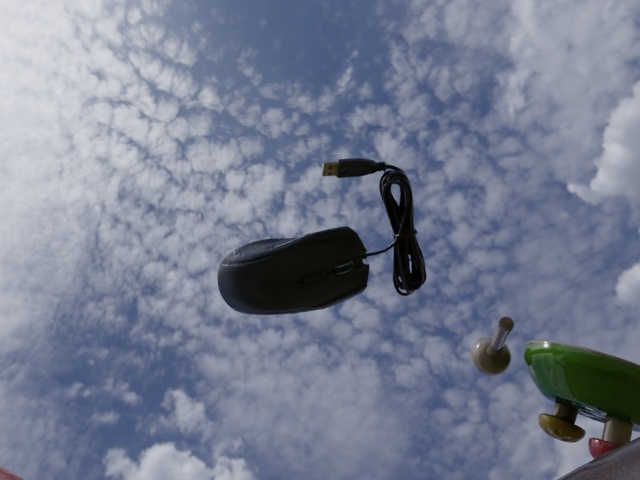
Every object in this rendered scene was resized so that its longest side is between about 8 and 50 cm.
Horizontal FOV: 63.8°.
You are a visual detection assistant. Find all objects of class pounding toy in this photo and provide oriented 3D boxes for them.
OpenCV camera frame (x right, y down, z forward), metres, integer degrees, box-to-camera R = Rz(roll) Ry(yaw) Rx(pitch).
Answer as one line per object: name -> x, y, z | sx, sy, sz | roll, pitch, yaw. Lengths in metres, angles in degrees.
pounding toy -> 0.299, 0.195, 0.619 | 0.236, 0.183, 0.110 | 20, -105, 13

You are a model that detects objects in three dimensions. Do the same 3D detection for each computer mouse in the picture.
computer mouse -> 0.000, 0.000, 0.613 | 0.262, 0.060, 0.184 | -7, -76, -3

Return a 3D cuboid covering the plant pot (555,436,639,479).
plant pot -> 0.212, 0.216, 0.303 | 0.230, 0.215, 0.215 | -20, -70, 17

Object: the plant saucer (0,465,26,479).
plant saucer -> -0.494, 0.411, 0.647 | 0.048, 0.258, 0.259 | 51, -126, -59
